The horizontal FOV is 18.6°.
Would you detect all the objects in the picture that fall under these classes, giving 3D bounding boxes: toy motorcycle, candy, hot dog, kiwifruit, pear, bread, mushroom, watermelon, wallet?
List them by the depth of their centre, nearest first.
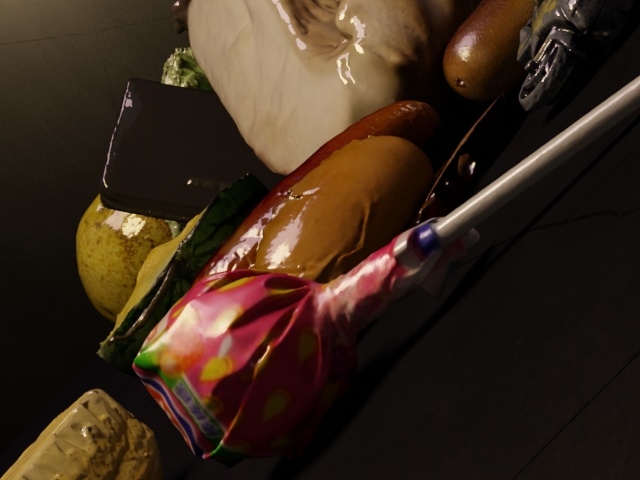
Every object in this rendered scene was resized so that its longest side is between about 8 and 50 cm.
[{"bbox_3d":[0.051,0.007,1.138,0.365,0.124,0.124,-37,9,20],"label":"candy"},{"bbox_3d":[0.186,-0.170,1.378,0.124,0.061,0.193,-52,9,32],"label":"toy motorcycle"},{"bbox_3d":[0.001,-0.001,1.410,0.326,0.107,0.194,-52,7,-38],"label":"hot dog"},{"bbox_3d":[-0.205,0.220,1.471,0.140,0.106,0.236,-44,7,46],"label":"bread"},{"bbox_3d":[0.148,-0.160,1.554,0.124,0.075,0.075,-45,4,-26],"label":"kiwifruit"},{"bbox_3d":[-0.094,0.047,1.679,0.204,0.127,0.232,-49,4,-11],"label":"watermelon"},{"bbox_3d":[0.070,-0.181,1.733,0.397,0.313,0.224,-120,34,-54],"label":"mushroom"},{"bbox_3d":[-0.077,-0.074,1.821,0.044,0.250,0.149,92,-170,-61],"label":"wallet"},{"bbox_3d":[-0.171,0.014,2.156,0.197,0.197,0.197,-48,6,6],"label":"pear"}]

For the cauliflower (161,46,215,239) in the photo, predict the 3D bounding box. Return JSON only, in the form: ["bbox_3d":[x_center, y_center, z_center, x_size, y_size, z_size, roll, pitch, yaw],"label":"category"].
[{"bbox_3d":[-0.045,-0.094,1.962,0.250,0.275,0.272,-7,8,27],"label":"cauliflower"}]
